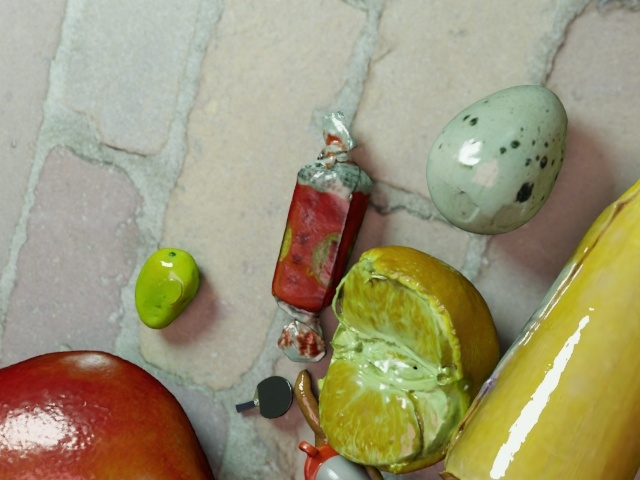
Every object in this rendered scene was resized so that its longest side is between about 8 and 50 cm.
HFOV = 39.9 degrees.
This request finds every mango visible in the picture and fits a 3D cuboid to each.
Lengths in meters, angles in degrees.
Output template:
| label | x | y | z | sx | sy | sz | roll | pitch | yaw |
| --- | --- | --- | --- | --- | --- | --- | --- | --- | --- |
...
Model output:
| label | x | y | z | sx | sy | sz | roll | pitch | yaw |
| --- | --- | --- | --- | --- | --- | --- | --- | --- | --- |
| mango | -0.185 | 0.058 | 1.050 | 0.073 | 0.056 | 0.108 | 30 | 108 | 15 |

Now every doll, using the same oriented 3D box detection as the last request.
| label | x | y | z | sx | sy | sz | roll | pitch | yaw |
| --- | --- | --- | --- | --- | --- | --- | --- | --- | --- |
| doll | 0.051 | 0.304 | 0.972 | 0.076 | 0.142 | 0.245 | -41 | 109 | -19 |

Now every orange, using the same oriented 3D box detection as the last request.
| label | x | y | z | sx | sy | sz | roll | pitch | yaw |
| --- | --- | --- | --- | --- | --- | --- | --- | --- | --- |
| orange | 0.099 | 0.123 | 0.920 | 0.179 | 0.159 | 0.237 | 23 | 111 | 50 |

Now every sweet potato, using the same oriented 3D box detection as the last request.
| label | x | y | z | sx | sy | sz | roll | pitch | yaw |
| --- | --- | --- | --- | --- | --- | --- | --- | --- | --- |
| sweet potato | 0.005 | 0.239 | 1.038 | 0.044 | 0.044 | 0.179 | -12 | 97 | 17 |

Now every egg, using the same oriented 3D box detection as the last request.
| label | x | y | z | sx | sy | sz | roll | pitch | yaw |
| --- | --- | --- | --- | --- | --- | --- | --- | --- | --- |
| egg | 0.182 | -0.082 | 0.887 | 0.131 | 0.131 | 0.164 | 41 | 104 | 6 |

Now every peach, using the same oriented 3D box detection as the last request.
| label | x | y | z | sx | sy | sz | roll | pitch | yaw |
| --- | --- | --- | --- | --- | --- | --- | --- | --- | --- |
| peach | -0.280 | 0.236 | 0.998 | 0.362 | 0.258 | 0.201 | 0 | 105 | 19 |

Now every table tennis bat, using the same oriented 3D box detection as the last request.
| label | x | y | z | sx | sy | sz | roll | pitch | yaw |
| --- | --- | --- | --- | --- | --- | --- | --- | --- | --- |
| table tennis bat | -0.067 | 0.192 | 1.056 | 0.083 | 0.007 | 0.050 | -23 | 66 | 27 |

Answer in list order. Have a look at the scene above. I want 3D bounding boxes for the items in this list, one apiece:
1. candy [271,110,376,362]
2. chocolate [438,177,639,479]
| label | x | y | z | sx | sy | sz | roll | pitch | yaw |
| --- | --- | --- | --- | --- | --- | --- | --- | --- | --- |
| candy | -0.001 | 0.000 | 0.988 | 0.086 | 0.059 | 0.292 | 18 | 103 | 15 |
| chocolate | 0.280 | 0.074 | 0.837 | 0.162 | 0.162 | 0.445 | 29 | 81 | 9 |
